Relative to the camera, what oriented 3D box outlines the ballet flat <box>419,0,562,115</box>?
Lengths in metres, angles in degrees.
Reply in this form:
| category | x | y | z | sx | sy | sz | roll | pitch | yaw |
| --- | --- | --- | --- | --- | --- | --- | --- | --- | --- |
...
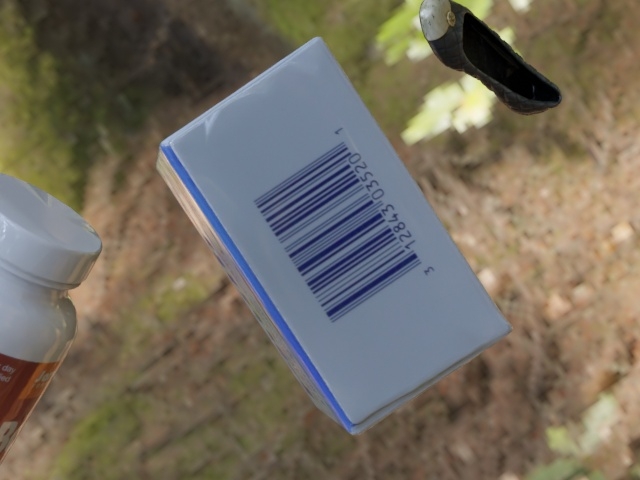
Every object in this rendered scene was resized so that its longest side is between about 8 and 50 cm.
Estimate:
| category | x | y | z | sx | sy | sz | roll | pitch | yaw |
| --- | --- | --- | --- | --- | --- | --- | --- | --- | --- |
| ballet flat | 0.145 | -0.161 | 1.641 | 0.049 | 0.173 | 0.057 | -5 | 63 | 43 |

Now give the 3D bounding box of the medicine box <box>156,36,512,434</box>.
| category | x | y | z | sx | sy | sz | roll | pitch | yaw |
| --- | --- | --- | --- | --- | --- | --- | --- | --- | --- |
| medicine box | 0.000 | 0.000 | 1.536 | 0.149 | 0.263 | 0.289 | -34 | 2 | -6 |

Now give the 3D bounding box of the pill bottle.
| category | x | y | z | sx | sy | sz | roll | pitch | yaw |
| --- | --- | --- | --- | --- | --- | --- | --- | --- | --- |
| pill bottle | -0.226 | 0.070 | 1.186 | 0.216 | 0.121 | 0.121 | -57 | 16 | 14 |
